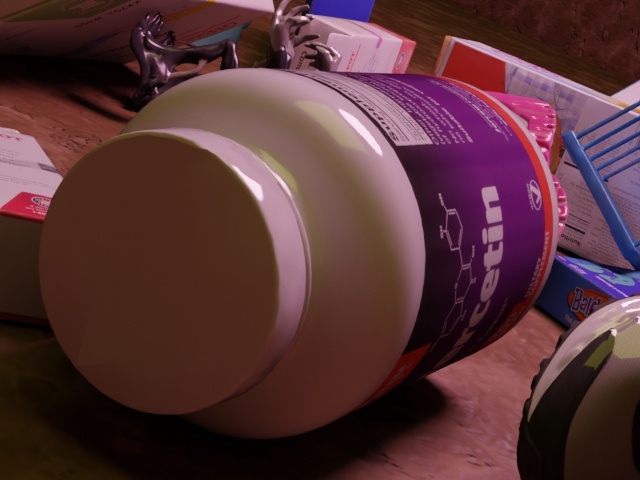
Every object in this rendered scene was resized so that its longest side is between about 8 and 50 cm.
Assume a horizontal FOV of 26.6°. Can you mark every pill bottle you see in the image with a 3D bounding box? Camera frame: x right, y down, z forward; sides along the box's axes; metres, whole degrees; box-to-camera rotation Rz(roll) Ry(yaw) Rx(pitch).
[{"bbox_3d":[0.000,0.000,0.722,0.181,0.182,0.323,27,17,22],"label":"pill bottle"}]

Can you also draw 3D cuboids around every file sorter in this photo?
[{"bbox_3d":[0.295,-0.046,1.185,0.118,0.104,0.170,65,14,18],"label":"file sorter"}]

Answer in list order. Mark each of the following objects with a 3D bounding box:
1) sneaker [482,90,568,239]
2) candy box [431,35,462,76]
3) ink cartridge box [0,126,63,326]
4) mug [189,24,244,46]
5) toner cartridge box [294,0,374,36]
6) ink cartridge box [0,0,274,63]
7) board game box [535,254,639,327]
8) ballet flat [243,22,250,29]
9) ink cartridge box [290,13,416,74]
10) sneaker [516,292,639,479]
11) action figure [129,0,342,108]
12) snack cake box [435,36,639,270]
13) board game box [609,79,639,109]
[{"bbox_3d":[0.150,-0.019,1.133,0.103,0.111,0.252,11,38,7],"label":"sneaker"},{"bbox_3d":[0.238,-0.193,1.823,0.186,0.109,0.053,24,15,17],"label":"candy box"},{"bbox_3d":[-0.200,-0.017,0.748,0.109,0.063,0.150,11,17,-30],"label":"ink cartridge box"},{"bbox_3d":[-0.155,-0.312,1.752,0.129,0.097,0.158,19,16,-6],"label":"mug"},{"bbox_3d":[0.014,-0.290,1.770,0.075,0.165,0.348,19,15,-5],"label":"toner cartridge box"},{"bbox_3d":[-0.189,-0.255,1.310,0.207,0.119,0.353,-13,-2,31],"label":"ink cartridge box"},{"bbox_3d":[0.301,0.076,1.095,0.210,0.047,0.160,11,17,-33],"label":"board game box"},{"bbox_3d":[-0.199,-0.346,1.859,0.247,0.083,0.087,13,31,-20],"label":"ballet flat"},{"bbox_3d":[0.018,-0.185,1.503,0.067,0.115,0.198,29,17,25],"label":"ink cartridge box"},{"bbox_3d":[0.228,0.081,0.747,0.271,0.100,0.108,-16,25,-22],"label":"sneaker"},{"bbox_3d":[-0.032,-0.138,1.219,0.275,0.141,0.164,19,-13,10],"label":"action figure"},{"bbox_3d":[0.230,-0.087,1.367,0.264,0.152,0.089,27,15,22],"label":"snack cake box"},{"bbox_3d":[0.449,-0.078,1.449,0.316,0.064,0.242,24,26,23],"label":"board game box"}]
